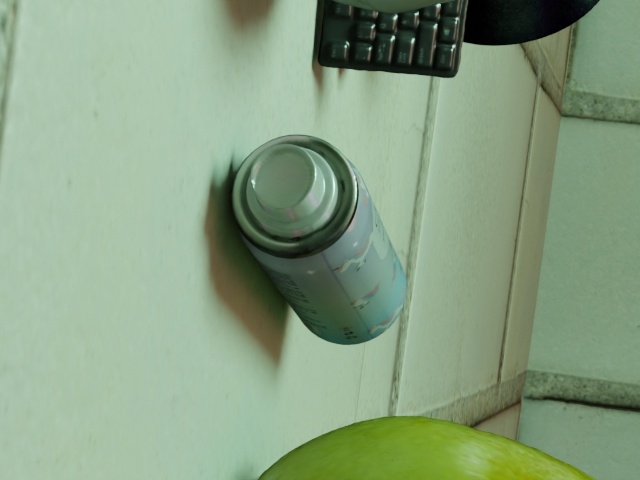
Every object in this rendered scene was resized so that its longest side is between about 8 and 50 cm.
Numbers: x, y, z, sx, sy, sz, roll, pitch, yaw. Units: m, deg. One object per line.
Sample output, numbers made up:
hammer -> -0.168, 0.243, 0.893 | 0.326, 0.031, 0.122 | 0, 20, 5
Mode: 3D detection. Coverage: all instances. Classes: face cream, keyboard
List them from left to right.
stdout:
face cream -> 0.000, 0.000, 0.955 | 0.229, 0.075, 0.075 | 59, 40, -72
keyboard -> 0.056, -0.256, 1.022 | 0.018, 0.101, 0.309 | -133, -131, -71

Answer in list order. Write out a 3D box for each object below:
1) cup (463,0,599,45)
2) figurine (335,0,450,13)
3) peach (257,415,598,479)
cup -> 0.113, -0.224, 1.139 | 0.177, 0.166, 0.239 | 74, 25, -54
figurine -> 0.040, -0.234, 0.852 | 0.176, 0.133, 0.236 | -22, 115, -48
peach -> 0.081, 0.261, 0.967 | 0.314, 0.316, 0.281 | -64, 175, -77
